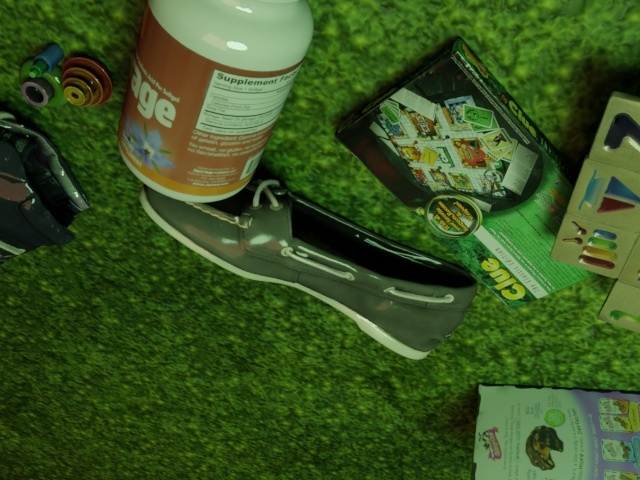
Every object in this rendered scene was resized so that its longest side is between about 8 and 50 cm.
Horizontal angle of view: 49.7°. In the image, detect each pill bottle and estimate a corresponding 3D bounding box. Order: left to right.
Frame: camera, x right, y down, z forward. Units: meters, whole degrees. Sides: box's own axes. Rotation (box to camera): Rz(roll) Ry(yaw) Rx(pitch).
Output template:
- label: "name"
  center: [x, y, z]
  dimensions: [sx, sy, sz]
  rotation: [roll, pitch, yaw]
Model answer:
- label: "pill bottle"
  center: [-0.078, -0.140, 0.526]
  dimensions: [0.121, 0.121, 0.216]
  rotation: [24, 134, -6]

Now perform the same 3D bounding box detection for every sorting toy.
- label: "sorting toy"
  center: [-0.242, -0.142, 0.631]
  dimensions: [0.102, 0.042, 0.061]
  rotation: [-3, 131, 21]

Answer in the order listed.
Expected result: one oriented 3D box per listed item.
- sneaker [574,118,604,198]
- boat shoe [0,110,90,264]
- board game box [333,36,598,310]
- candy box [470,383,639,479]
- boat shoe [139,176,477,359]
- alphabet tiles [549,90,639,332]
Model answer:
- label: "sneaker"
  center: [0.249, -0.038, 0.561]
  dimensions: [0.085, 0.058, 0.152]
  rotation: [-2, 128, 12]
- label: "boat shoe"
  center: [-0.363, -0.112, 0.658]
  dimensions: [0.158, 0.127, 0.340]
  rotation: [-10, 137, 17]
- label: "board game box"
  center: [0.149, -0.044, 0.612]
  dimensions: [0.136, 0.030, 0.260]
  rotation: [-31, 117, 35]
- label: "candy box"
  center: [0.267, 0.246, 0.753]
  dimensions: [0.196, 0.164, 0.070]
  rotation: [0, 130, 19]
- label: "boat shoe"
  center: [0.000, 0.000, 0.656]
  dimensions: [0.335, 0.112, 0.095]
  rotation: [29, 117, -18]
- label: "alphabet tiles"
  center: [0.350, 0.009, 0.479]
  dimensions: [0.343, 0.011, 0.285]
  rotation: [19, 141, 17]
